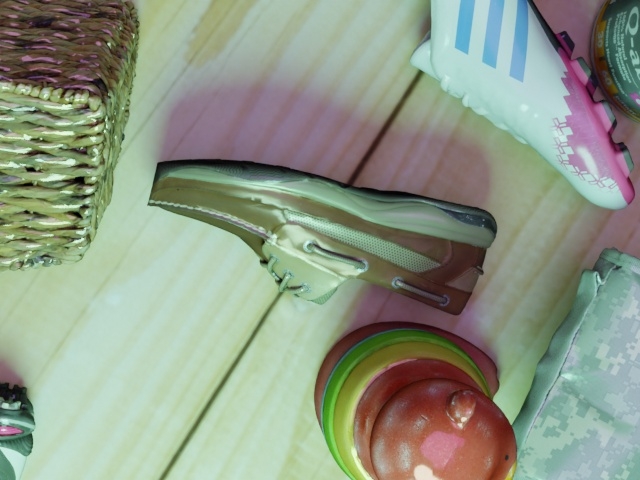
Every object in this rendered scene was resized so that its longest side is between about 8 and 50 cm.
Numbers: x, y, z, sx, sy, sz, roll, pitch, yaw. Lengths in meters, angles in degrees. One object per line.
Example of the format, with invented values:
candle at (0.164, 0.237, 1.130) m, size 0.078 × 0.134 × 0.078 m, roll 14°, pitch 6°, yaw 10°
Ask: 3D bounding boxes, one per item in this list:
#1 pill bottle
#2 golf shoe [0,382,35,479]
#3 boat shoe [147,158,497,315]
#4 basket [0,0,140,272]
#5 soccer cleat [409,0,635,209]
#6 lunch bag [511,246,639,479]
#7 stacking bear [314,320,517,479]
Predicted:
pill bottle at (0.354, -0.185, 1.112) m, size 0.162 × 0.278 × 0.162 m, roll 0°, pitch 91°, yaw -6°
golf shoe at (-0.398, 0.170, 1.135) m, size 0.273 × 0.105 × 0.120 m, roll 15°, pitch 97°, yaw -6°
boat shoe at (0.000, 0.000, 1.162) m, size 0.324 × 0.122 × 0.119 m, roll 11°, pitch 94°, yaw -6°
basket at (-0.327, -0.112, 1.136) m, size 0.299 × 0.223 × 0.213 m, roll 9°, pitch 124°, yaw -7°
soccer cleat at (0.173, -0.159, 1.191) m, size 0.143 × 0.116 × 0.331 m, roll -29°, pitch 95°, yaw 15°
lunch bag at (0.311, 0.164, 1.161) m, size 0.287 × 0.169 × 0.235 m, roll 29°, pitch 87°, yaw -19°
stacking bear at (0.086, 0.160, 1.089) m, size 0.164 × 0.289 × 0.175 m, roll 34°, pitch 88°, yaw -6°
